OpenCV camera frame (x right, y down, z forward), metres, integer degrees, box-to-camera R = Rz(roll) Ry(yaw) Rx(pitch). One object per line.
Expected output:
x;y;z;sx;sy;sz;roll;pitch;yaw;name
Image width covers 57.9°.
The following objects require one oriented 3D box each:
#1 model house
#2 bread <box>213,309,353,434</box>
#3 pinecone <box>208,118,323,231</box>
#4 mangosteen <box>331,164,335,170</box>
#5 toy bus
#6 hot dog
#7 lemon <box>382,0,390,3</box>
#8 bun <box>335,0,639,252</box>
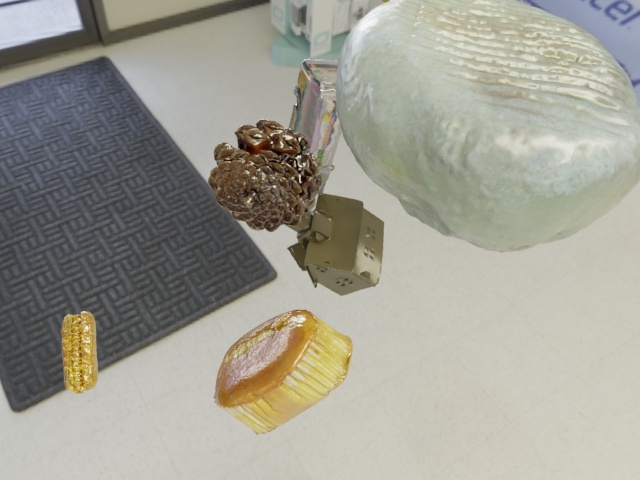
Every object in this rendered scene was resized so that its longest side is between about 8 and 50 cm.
0.000;0.000;1.402;0.243;0.204;0.211;32;51;-30;model house
-0.085;0.249;1.162;0.156;0.288;0.204;43;33;-22;bread
-0.092;-0.123;1.034;0.208;0.207;0.207;2;51;-3;pinecone
-0.064;-0.245;1.699;0.173;0.172;0.184;31;27;19;mangosteen
-0.013;-0.244;1.316;0.113;0.316;0.137;-6;47;-21;toy bus
-0.489;0.228;1.174;0.071;0.045;0.164;-10;75;5;hot dog
0.126;-0.426;0.948;0.082;0.082;0.111;43;33;26;lemon
0.185;-0.138;0.661;0.362;0.211;0.361;6;48;-7;bun
